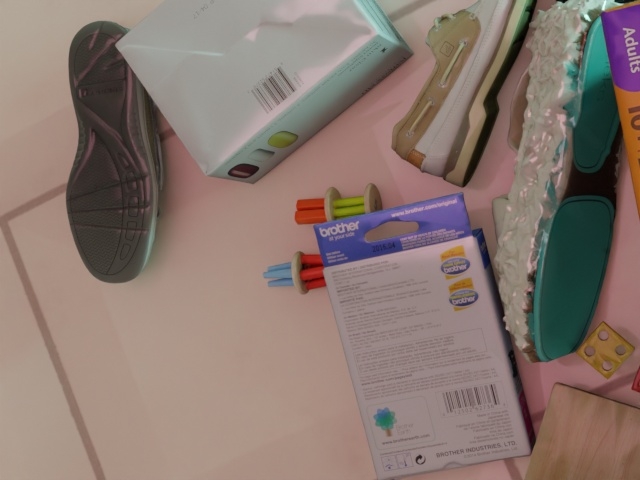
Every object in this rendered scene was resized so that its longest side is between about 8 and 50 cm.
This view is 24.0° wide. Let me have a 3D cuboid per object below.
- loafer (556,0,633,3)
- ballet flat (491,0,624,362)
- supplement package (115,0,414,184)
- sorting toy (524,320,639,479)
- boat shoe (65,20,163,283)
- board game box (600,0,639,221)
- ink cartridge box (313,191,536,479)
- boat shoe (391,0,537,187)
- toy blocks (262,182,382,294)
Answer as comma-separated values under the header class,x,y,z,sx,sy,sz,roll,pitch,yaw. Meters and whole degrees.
class,x,y,z,sx,sy,sz,roll,pitch,yaw
loafer,0.364,-0.304,1.659,0.223,0.078,0.076,-15,84,19
ballet flat,0.260,-0.072,1.676,0.147,0.147,0.409,13,95,19
supplement package,-0.064,-0.226,1.773,0.262,0.145,0.204,-38,76,15
sorting toy,0.308,0.228,1.674,0.132,0.046,0.274,17,97,10
boat shoe,-0.247,-0.108,1.867,0.118,0.103,0.320,-5,91,18
board game box,0.502,-0.064,1.456,0.356,0.356,0.356,-12,85,19
ink cartridge box,0.118,0.108,1.712,0.186,0.065,0.311,-13,100,18
boat shoe,0.169,-0.218,1.708,0.103,0.113,0.302,22,97,13
toy blocks,0.000,0.000,1.793,0.148,0.054,0.123,-7,87,19
